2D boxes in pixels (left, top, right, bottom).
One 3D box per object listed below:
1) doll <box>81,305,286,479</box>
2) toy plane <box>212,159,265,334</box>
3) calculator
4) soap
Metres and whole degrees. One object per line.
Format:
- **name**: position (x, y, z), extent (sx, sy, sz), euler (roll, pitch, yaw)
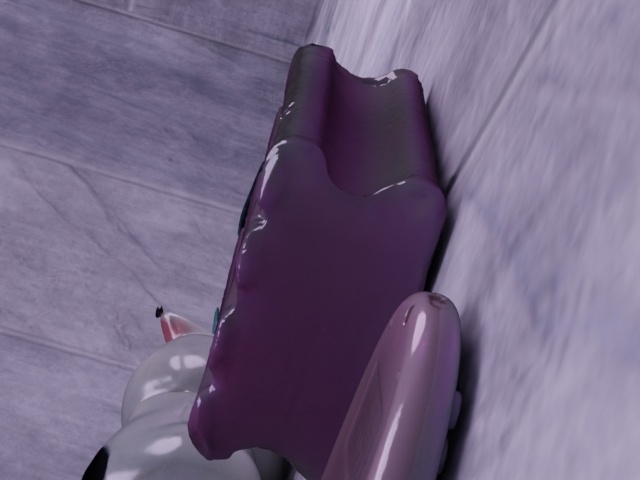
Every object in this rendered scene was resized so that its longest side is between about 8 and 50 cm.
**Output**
- **doll**: position (-0.067, 0.120, 0.794), extent (0.180, 0.107, 0.110), euler (-68, -24, -61)
- **toy plane**: position (-0.025, 0.025, 0.971), extent (0.235, 0.060, 0.096), euler (116, 157, -46)
- **calculator**: position (0.007, 0.093, 0.420), extent (0.103, 0.024, 0.165), euler (-91, 18, -76)
- **soap**: position (0.000, 0.000, 0.593), extent (0.203, 0.066, 0.122), euler (-86, 13, -71)
